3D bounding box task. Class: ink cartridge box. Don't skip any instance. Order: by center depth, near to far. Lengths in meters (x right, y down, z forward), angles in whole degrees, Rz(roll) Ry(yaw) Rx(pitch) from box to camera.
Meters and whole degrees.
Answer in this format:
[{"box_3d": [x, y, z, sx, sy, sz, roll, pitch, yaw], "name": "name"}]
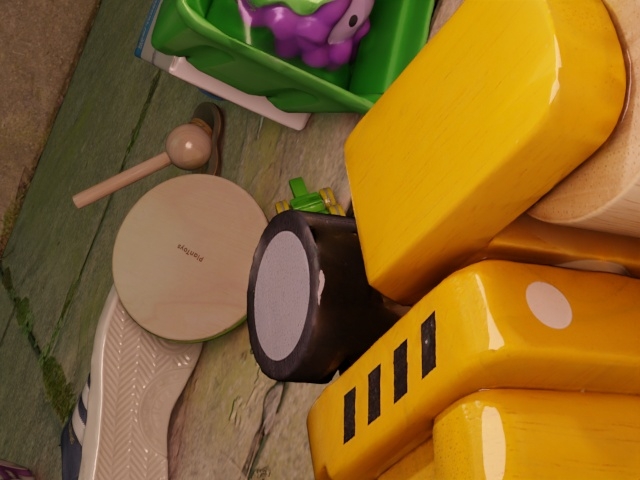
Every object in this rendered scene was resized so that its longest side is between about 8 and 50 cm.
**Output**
[{"box_3d": [-0.093, -0.249, 1.185, 0.168, 0.171, 0.233, -66, 24, 6], "name": "ink cartridge box"}]

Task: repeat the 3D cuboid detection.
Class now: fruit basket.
[{"box_3d": [0.016, -0.319, 0.884, 0.392, 0.283, 0.392, -38, 40, 41], "name": "fruit basket"}]

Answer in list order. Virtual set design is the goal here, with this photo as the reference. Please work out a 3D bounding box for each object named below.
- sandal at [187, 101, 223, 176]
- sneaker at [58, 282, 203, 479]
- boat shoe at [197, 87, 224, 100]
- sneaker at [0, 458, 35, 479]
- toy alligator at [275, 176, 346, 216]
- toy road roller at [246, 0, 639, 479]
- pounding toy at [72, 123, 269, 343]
[{"box_3d": [-0.169, -0.133, 1.398, 0.072, 0.049, 0.180, -50, 30, 36], "name": "sandal"}, {"box_3d": [-0.233, 0.181, 1.175, 0.148, 0.131, 0.349, -22, 52, 53], "name": "sneaker"}, {"box_3d": [-0.124, -0.309, 1.382, 0.089, 0.109, 0.258, -37, 41, 45], "name": "boat shoe"}, {"box_3d": [-0.501, 0.421, 1.558, 0.305, 0.114, 0.152, 6, 75, 65], "name": "sneaker"}, {"box_3d": [0.000, 0.000, 0.943, 0.189, 0.056, 0.051, -118, 11, -58], "name": "toy alligator"}, {"box_3d": [0.118, 0.053, 0.483, 0.329, 0.203, 0.240, -50, 42, 46], "name": "toy road roller"}, {"box_3d": [-0.138, 0.007, 1.132, 0.183, 0.110, 0.236, -35, 70, 5], "name": "pounding toy"}]
